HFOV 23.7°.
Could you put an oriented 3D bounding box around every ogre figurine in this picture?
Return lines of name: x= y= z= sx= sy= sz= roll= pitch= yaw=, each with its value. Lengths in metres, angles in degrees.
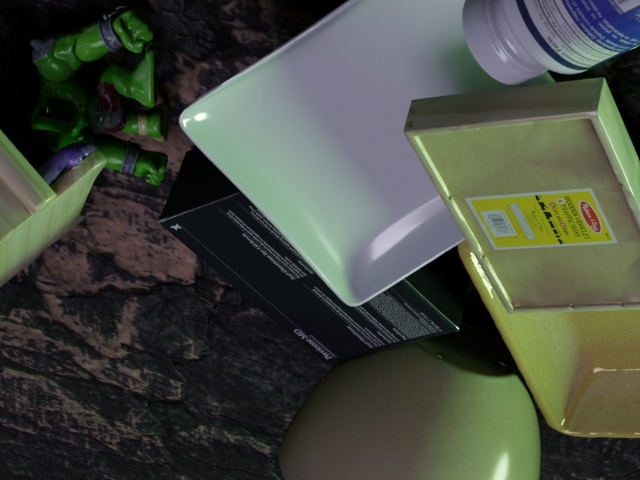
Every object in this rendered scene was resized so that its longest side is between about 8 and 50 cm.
ogre figurine: x=-0.207 y=-0.135 z=1.434 sx=0.118 sy=0.097 sz=0.197 roll=3 pitch=156 yaw=2

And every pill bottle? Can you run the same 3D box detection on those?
pill bottle: x=0.201 y=-0.189 z=1.148 sx=0.112 sy=0.112 sz=0.186 roll=38 pitch=142 yaw=-26

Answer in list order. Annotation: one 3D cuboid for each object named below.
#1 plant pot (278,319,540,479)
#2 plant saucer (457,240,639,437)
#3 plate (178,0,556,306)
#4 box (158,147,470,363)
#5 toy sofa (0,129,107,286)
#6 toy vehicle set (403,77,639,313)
plant pot: x=0.119 y=0.191 z=1.623 sx=0.284 sy=0.284 sz=0.191 roll=20 pitch=110 yaw=-2
plant saucer: x=0.340 y=0.068 z=1.465 sx=0.332 sy=0.081 sz=0.333 roll=-2 pitch=139 yaw=29
plate: x=0.063 y=-0.100 z=1.319 sx=0.277 sy=0.045 sz=0.278 roll=-32 pitch=127 yaw=15
box: x=0.000 y=0.000 z=1.517 sx=0.184 sy=0.103 sz=0.261 roll=-19 pitch=131 yaw=37
toy sofa: x=-0.333 y=-0.050 z=1.486 sx=0.150 sy=0.177 sz=0.362 roll=49 pitch=165 yaw=-2
toy vehicle set: x=0.196 y=-0.028 z=1.294 sx=0.166 sy=0.035 sz=0.267 roll=-3 pitch=142 yaw=28
